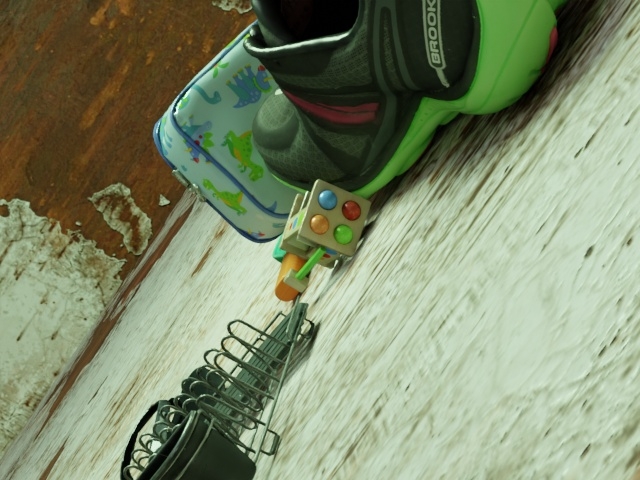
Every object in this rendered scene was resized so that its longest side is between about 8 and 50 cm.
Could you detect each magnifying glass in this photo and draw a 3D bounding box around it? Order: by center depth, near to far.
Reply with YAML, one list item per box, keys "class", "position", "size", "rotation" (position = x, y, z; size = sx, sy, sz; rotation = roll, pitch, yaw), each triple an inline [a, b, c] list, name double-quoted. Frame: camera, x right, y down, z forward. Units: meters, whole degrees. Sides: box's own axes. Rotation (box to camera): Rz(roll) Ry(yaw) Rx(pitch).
- class: "magnifying glass"
  position: [-0.022, 0.005, 1.542]
  size: [0.092, 0.026, 0.231]
  rotation: [-53, 10, 18]

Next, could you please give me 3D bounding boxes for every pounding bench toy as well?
- class: "pounding bench toy"
  position: [0.000, 0.000, 1.339]
  size: [0.065, 0.052, 0.083]
  rotation: [-32, 37, 68]

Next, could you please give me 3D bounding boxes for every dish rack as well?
- class: "dish rack"
  position: [-0.096, 0.156, 1.231]
  size: [0.208, 0.074, 0.271]
  rotation: [-50, 10, 31]

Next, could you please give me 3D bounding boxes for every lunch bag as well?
- class: "lunch bag"
  position: [-0.041, -0.115, 1.533]
  size: [0.219, 0.176, 0.090]
  rotation: [-48, 1, -29]

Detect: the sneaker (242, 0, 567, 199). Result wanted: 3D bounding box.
- class: "sneaker"
  position: [0.034, -0.169, 1.256]
  size: [0.185, 0.202, 0.483]
  rotation: [-65, 11, -21]

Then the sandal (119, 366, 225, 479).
- class: "sandal"
  position: [-0.152, 0.202, 1.422]
  size: [0.097, 0.054, 0.254]
  rotation: [-48, 12, 42]
